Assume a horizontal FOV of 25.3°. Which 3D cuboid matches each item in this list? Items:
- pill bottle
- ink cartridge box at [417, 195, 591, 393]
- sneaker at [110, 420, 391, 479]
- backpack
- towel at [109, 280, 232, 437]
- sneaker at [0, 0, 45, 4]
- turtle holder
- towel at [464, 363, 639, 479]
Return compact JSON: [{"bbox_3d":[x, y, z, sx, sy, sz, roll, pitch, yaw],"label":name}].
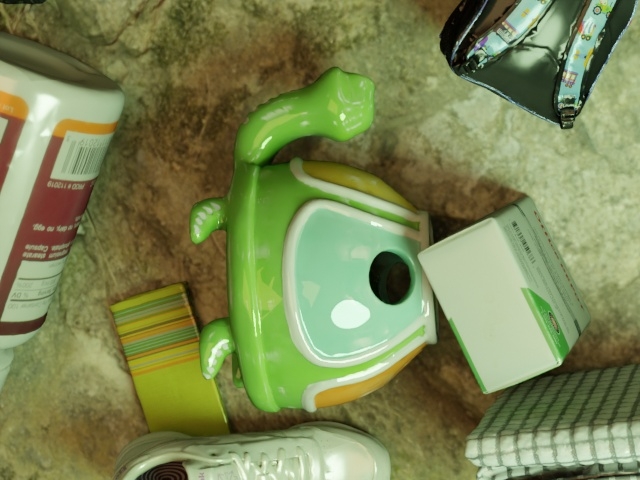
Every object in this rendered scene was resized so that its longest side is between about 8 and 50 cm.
[{"bbox_3d":[-0.380,-0.020,1.550,0.224,0.224,0.392,25,102,12],"label":"pill bottle"},{"bbox_3d":[0.187,0.048,1.406,0.087,0.208,0.153,-27,88,20],"label":"ink cartridge box"},{"bbox_3d":[-0.076,0.263,1.521,0.305,0.152,0.114,-4,92,1],"label":"sneaker"},{"bbox_3d":[0.217,-0.221,1.394,0.158,0.117,0.173,24,108,-15],"label":"backpack"},{"bbox_3d":[-0.161,0.170,1.618,0.102,0.021,0.237,-16,93,22],"label":"towel"},{"bbox_3d":[-0.302,-0.393,1.554,0.146,0.102,0.293,23,107,8],"label":"sneaker"},{"bbox_3d":[0.003,0.014,1.459,0.227,0.243,0.320,-4,61,8],"label":"turtle holder"},{"bbox_3d":[0.284,0.200,1.356,0.235,0.284,0.121,-10,95,18],"label":"towel"}]
